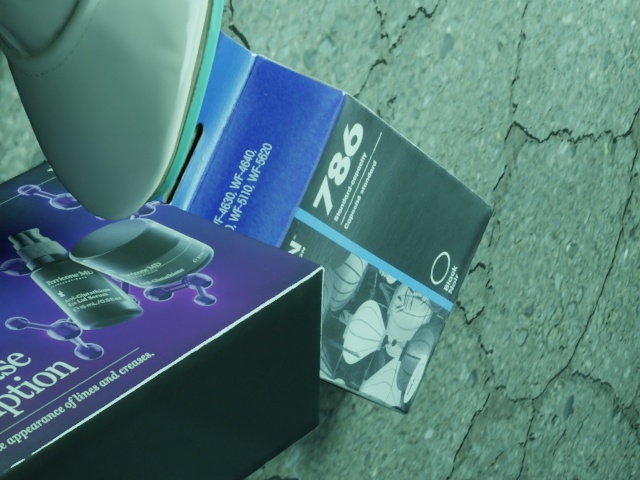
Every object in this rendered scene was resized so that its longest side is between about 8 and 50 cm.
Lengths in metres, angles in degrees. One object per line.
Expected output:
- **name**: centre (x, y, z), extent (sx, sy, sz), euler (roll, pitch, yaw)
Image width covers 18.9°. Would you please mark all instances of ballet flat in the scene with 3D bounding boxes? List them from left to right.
- **ballet flat**: centre (-0.106, -0.210, 0.872), extent (0.139, 0.139, 0.400), euler (-3, 106, -58)

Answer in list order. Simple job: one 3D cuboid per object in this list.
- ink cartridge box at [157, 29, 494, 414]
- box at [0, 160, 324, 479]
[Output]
- **ink cartridge box**: centre (0.000, 0.000, 1.222), extent (0.333, 0.065, 0.165), euler (29, 84, -59)
- **box**: centre (-0.147, 0.072, 0.902), extent (0.261, 0.184, 0.103), euler (-32, 132, -46)
